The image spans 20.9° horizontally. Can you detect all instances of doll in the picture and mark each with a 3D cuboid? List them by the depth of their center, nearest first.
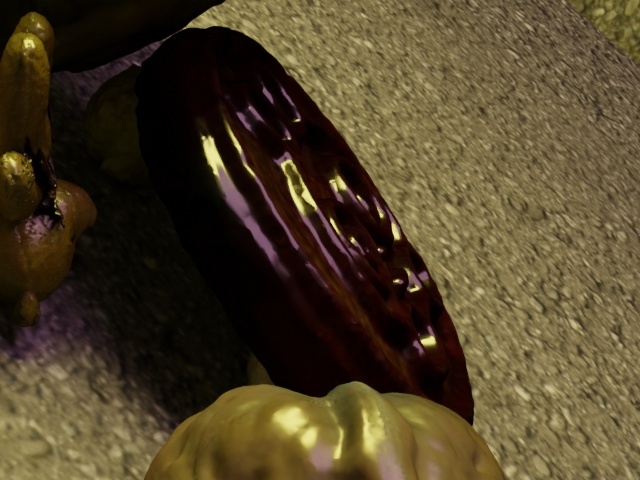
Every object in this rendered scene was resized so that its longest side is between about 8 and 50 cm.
[{"bbox_3d":[-0.200,-0.052,1.218,0.097,0.209,0.137,2,29,-19],"label":"doll"}]

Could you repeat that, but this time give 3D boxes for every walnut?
[{"bbox_3d":[0.006,0.202,1.046,0.248,0.248,0.248,31,25,-17],"label":"walnut"}]

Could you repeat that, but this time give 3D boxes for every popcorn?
[{"bbox_3d":[-0.144,-0.101,1.502,0.120,0.106,0.116,25,18,-29],"label":"popcorn"}]

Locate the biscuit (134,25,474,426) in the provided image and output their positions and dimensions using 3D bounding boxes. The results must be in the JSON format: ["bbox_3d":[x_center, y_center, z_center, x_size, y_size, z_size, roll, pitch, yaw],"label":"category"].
[{"bbox_3d":[0.000,0.000,1.394,0.407,0.091,0.407,52,16,-21],"label":"biscuit"}]

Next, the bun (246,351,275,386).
[{"bbox_3d":[-0.028,0.115,1.350,0.086,0.055,0.086,52,15,-21],"label":"bun"}]

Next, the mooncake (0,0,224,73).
[{"bbox_3d":[-0.179,-0.270,1.344,0.394,0.393,0.246,-83,151,-85],"label":"mooncake"}]
